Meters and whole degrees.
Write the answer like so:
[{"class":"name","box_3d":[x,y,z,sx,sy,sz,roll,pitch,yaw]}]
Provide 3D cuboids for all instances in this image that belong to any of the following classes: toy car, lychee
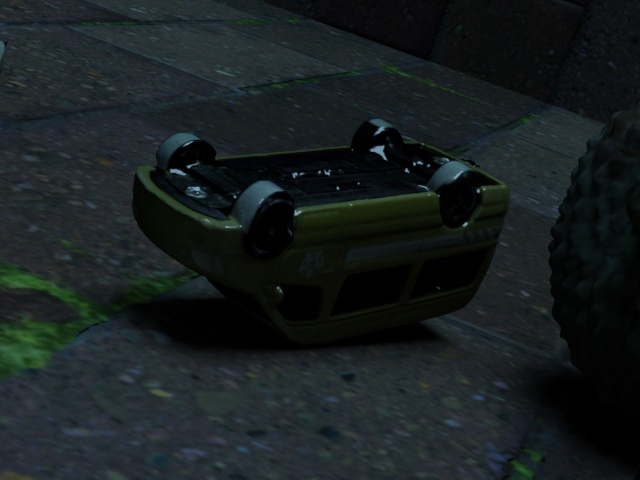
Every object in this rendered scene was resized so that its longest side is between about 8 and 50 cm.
[{"class":"toy car","box_3d":[0.000,0.000,0.822,0.257,0.124,0.101,-9,29,-41]},{"class":"lychee","box_3d":[0.276,0.017,0.820,0.274,0.255,0.255,13,15,-38]}]

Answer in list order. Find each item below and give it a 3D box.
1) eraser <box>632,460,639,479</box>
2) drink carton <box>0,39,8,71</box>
[{"class":"eraser","box_3d":[0.285,0.171,0.600,0.291,0.087,0.171,21,17,13]},{"class":"drink carton","box_3d":[-0.264,-0.029,0.590,0.194,0.132,0.324,15,17,-13]}]
